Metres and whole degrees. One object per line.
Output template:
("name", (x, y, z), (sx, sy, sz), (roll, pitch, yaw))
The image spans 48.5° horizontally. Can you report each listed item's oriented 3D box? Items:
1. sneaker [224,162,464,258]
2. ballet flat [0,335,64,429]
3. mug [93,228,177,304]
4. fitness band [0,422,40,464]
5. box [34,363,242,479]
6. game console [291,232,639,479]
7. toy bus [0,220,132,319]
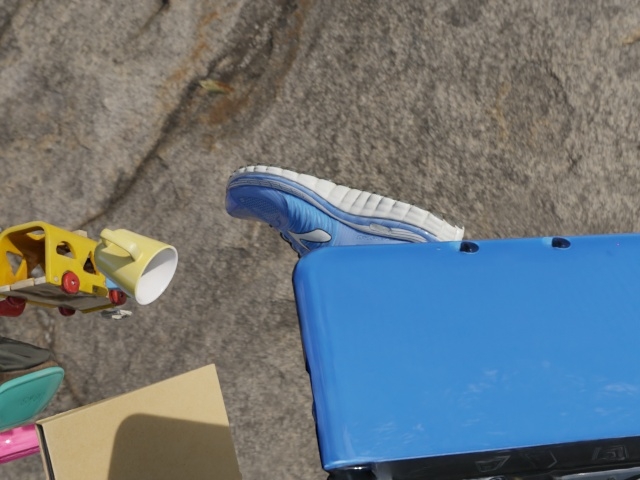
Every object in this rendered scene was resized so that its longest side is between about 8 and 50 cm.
("sneaker", (0.000, 0.000, 0.847), (0.330, 0.130, 0.147), (19, 93, 38))
("ballet flat", (-0.283, 0.112, 0.526), (0.096, 0.280, 0.095), (31, 82, 0))
("mug", (-0.180, 0.014, 0.677), (0.064, 0.062, 0.078), (27, 127, 16))
("fitness band", (-0.598, 0.406, 1.425), (0.209, 0.291, 0.054), (-29, 75, 46))
("box", (-0.168, 0.227, 0.707), (0.021, 0.201, 0.164), (-14, 89, 43))
("game console", (0.136, 0.141, 0.441), (0.293, 0.173, 0.250), (-2, 107, -9))
("toy bus", (-0.337, 0.038, 0.959), (0.202, 0.191, 0.104), (-36, 57, 59))
